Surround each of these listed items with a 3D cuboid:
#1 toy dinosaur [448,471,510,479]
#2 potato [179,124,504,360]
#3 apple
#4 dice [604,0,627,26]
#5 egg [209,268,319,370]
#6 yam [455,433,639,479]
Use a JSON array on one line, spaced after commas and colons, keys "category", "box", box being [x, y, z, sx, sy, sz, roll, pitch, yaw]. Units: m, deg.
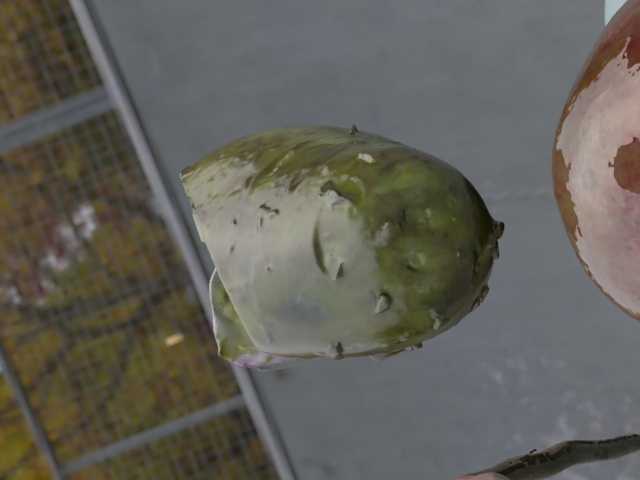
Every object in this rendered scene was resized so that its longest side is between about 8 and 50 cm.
[{"category": "toy dinosaur", "box": [0.070, 0.264, 1.154, 0.194, 0.152, 0.177, 121, 148, -47]}, {"category": "potato", "box": [0.000, 0.000, 1.170, 0.298, 0.176, 0.141, 13, 130, 57]}, {"category": "apple", "box": [0.324, -0.068, 1.328, 0.345, 0.269, 0.344, 16, -114, -42]}, {"category": "dice", "box": [0.490, -0.237, 1.904, 0.268, 0.265, 0.262, -153, 53, -73]}, {"category": "egg", "box": [-0.006, -0.016, 1.692, 0.271, 0.206, 0.161, 108, 150, -45]}, {"category": "yam", "box": [0.187, 0.181, 1.386, 0.234, 0.029, 0.027, -7, -102, -43]}]
